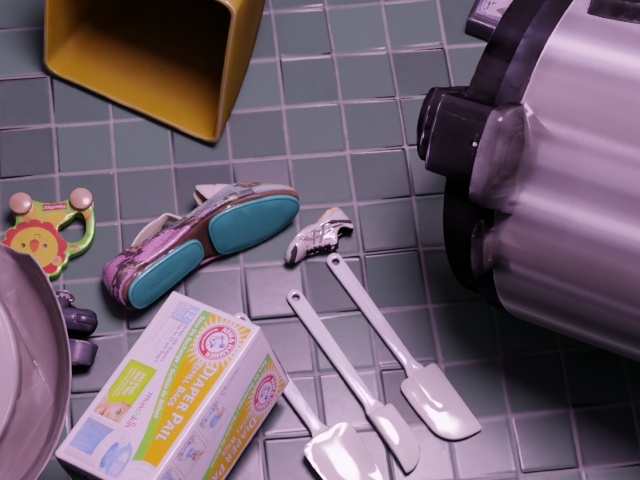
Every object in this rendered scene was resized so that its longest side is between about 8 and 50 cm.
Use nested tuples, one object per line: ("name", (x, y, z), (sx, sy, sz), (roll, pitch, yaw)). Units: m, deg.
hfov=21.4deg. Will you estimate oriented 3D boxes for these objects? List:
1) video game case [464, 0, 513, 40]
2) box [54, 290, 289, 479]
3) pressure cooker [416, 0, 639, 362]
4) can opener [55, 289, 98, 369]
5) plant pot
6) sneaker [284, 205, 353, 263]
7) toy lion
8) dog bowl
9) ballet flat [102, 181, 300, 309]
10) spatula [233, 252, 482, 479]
("video game case", (0.327, -0.306, 1.923), (0.248, 0.035, 0.275), (22, 65, 7))
("box", (-0.137, 0.167, 1.618), (0.114, 0.103, 0.203), (20, 63, 30))
("pressure cooker", (0.303, -0.071, 1.604), (0.420, 0.370, 0.375), (20, 62, 28))
("can opener", (-0.312, 0.079, 1.693), (0.186, 0.059, 0.073), (10, 65, 2))
("plant pot", (-0.155, -0.270, 1.799), (0.212, 0.212, 0.187), (24, 53, 8))
("sneaker", (0.000, 0.000, 1.761), (0.083, 0.032, 0.037), (-41, 73, -19))
("toy lion", (-0.282, -0.002, 1.751), (0.100, 0.034, 0.096), (-5, 72, -6))
("dog bowl", (-0.408, 0.124, 1.583), (0.348, 0.102, 0.349), (1, 81, -9))
("ballet flat", (-0.129, -0.010, 1.744), (0.221, 0.077, 0.079), (-32, 50, -16))
("spatula", (0.026, 0.135, 1.705), (0.168, 0.019, 0.242), (-31, 70, -15))
